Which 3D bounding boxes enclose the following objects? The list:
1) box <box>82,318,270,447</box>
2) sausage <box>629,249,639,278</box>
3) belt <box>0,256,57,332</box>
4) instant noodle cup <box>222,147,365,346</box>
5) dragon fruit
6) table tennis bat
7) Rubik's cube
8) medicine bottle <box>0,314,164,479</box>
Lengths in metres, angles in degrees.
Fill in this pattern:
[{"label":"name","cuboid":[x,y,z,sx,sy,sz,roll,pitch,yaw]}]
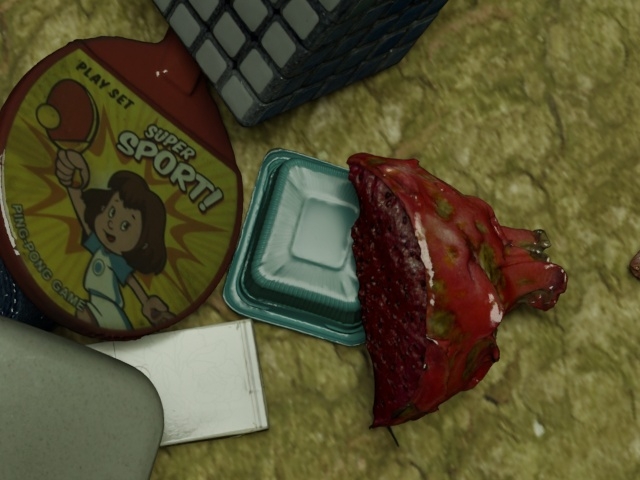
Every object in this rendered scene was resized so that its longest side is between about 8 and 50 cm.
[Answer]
[{"label":"box","cuboid":[-0.153,0.143,1.423,0.198,0.029,0.109,-9,77,-6]},{"label":"sausage","cuboid":[0.363,-0.019,1.510,0.030,0.035,0.147,46,74,-25]},{"label":"belt","cuboid":[-0.308,-0.007,1.414,0.122,0.128,0.218,-28,78,20]},{"label":"instant noodle cup","cuboid":[0.000,0.000,1.459,0.157,0.070,0.179,16,72,-2]},{"label":"dragon fruit","cuboid":[0.139,0.035,1.401,0.211,0.134,0.262,-12,96,-35]},{"label":"table tennis bat","cuboid":[-0.170,-0.095,1.431,0.268,0.051,0.415,39,55,-26]},{"label":"Rubik's cube","cuboid":[-0.013,-0.285,1.420,0.237,0.237,0.238,-29,77,-40]},{"label":"medicine bottle","cuboid":[-0.292,0.256,1.278,0.282,0.123,0.375,24,80,-30]}]
